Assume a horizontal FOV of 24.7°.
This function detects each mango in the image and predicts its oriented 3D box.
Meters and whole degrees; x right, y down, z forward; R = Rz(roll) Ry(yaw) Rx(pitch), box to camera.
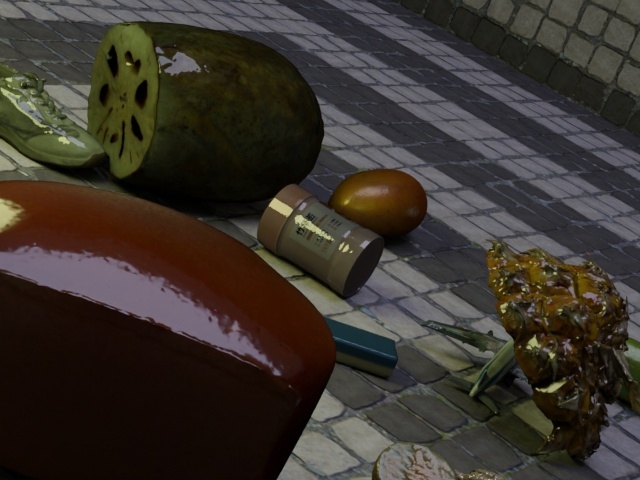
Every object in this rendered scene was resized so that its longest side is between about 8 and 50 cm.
[{"bbox_3d":[0.085,-0.063,2.246,0.141,0.102,0.217,26,17,25],"label":"mango"}]

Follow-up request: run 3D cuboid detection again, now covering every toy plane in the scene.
[{"bbox_3d":[0.242,0.157,1.919,0.226,0.058,0.226,35,27,14],"label":"toy plane"}]

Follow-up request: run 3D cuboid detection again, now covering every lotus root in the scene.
[{"bbox_3d":[-0.147,-0.175,2.088,0.346,0.250,0.250,10,24,-43],"label":"lotus root"}]

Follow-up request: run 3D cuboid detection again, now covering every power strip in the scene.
[{"bbox_3d":[0.033,0.128,1.800,0.123,0.032,0.056,20,20,-11],"label":"power strip"}]

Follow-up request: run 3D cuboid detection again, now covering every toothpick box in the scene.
[{"bbox_3d":[0.000,0.000,1.994,0.149,0.098,0.098,32,21,19],"label":"toothpick box"}]

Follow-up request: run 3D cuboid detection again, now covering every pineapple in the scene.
[{"bbox_3d":[0.306,0.111,1.794,0.161,0.158,0.334,55,22,-59],"label":"pineapple"}]

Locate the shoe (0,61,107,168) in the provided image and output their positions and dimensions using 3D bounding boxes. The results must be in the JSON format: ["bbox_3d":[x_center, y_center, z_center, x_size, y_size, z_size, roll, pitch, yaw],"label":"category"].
[{"bbox_3d":[-0.408,-0.184,2.010,0.275,0.098,0.103,28,24,9],"label":"shoe"}]

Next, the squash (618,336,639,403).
[{"bbox_3d":[0.439,0.186,2.041,0.188,0.095,0.095,24,19,11],"label":"squash"}]

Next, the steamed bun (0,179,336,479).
[{"bbox_3d":[-0.187,0.088,1.353,0.379,0.235,0.248,21,23,-8],"label":"steamed bun"}]

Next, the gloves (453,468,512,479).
[{"bbox_3d":[0.145,0.274,1.459,0.144,0.094,0.110,15,-23,-25],"label":"gloves"}]

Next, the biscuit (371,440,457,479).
[{"bbox_3d":[0.094,0.287,1.352,0.153,0.030,0.234,9,43,-16],"label":"biscuit"}]
